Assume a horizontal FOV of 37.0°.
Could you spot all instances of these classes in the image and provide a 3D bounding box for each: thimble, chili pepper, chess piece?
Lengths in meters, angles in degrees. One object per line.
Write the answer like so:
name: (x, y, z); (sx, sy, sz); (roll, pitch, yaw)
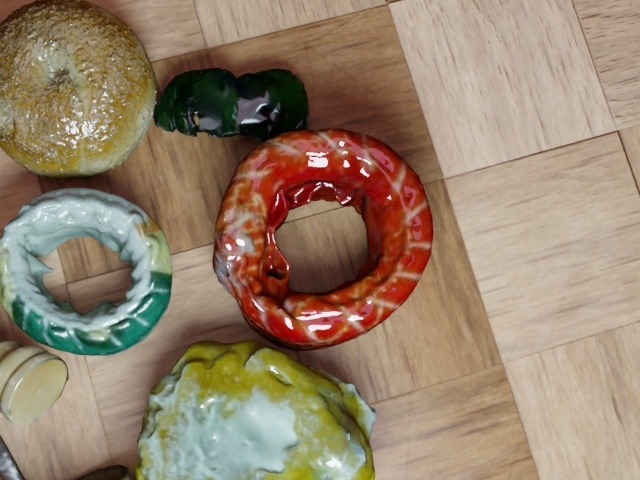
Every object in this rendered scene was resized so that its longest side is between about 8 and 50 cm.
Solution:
thimble: (-0.375, 0.050, 1.504); (0.288, 0.167, 0.254); (14, 79, -4)
chili pepper: (-0.147, -0.229, 1.595); (0.264, 0.116, 0.148); (3, 78, -6)
thimble: (0.000, 0.000, 1.516); (0.350, 0.230, 0.350); (1, 80, -6)
chess piece: (-0.568, 0.135, 1.465); (0.397, 0.117, 0.117); (28, 79, 22)

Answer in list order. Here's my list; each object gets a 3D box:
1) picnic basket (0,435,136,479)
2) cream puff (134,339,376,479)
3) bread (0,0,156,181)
picnic basket: (-0.438, 0.388, 1.374); (0.337, 0.293, 0.337); (1, 86, -14)
cream puff: (-0.092, 0.343, 1.433); (0.378, 0.275, 0.378); (1, 60, -2)
bread: (-0.413, -0.252, 1.544); (0.305, 0.159, 0.305); (0, 81, 0)
